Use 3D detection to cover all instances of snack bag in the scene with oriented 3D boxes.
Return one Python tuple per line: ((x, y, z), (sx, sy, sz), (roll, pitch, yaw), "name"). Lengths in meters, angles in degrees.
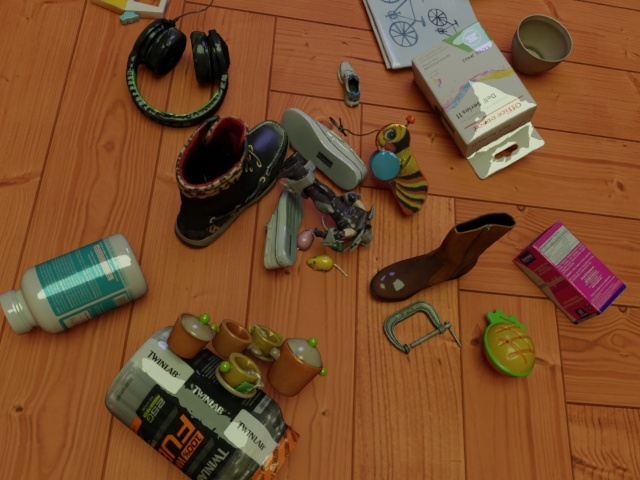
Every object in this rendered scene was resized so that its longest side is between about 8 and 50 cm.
((0.303, -0.641, 1.734), (0.343, 0.037, 0.322), (-12, 72, -17), "snack bag")

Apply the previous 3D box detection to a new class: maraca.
((0.431, 0.233, 1.375), (0.127, 0.099, 0.185), (24, 41, -9), "maraca")

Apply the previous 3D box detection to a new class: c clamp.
((0.231, 0.209, 1.386), (0.161, 0.022, 0.137), (-19, 73, -17), "c clamp")

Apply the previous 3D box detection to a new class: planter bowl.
((0.612, -0.542, 1.709), (0.162, 0.109, 0.162), (4, 68, -9), "planter bowl")

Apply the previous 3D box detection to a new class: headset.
((-0.336, -0.480, 1.473), (0.244, 0.185, 0.393), (11, 78, -6), "headset")

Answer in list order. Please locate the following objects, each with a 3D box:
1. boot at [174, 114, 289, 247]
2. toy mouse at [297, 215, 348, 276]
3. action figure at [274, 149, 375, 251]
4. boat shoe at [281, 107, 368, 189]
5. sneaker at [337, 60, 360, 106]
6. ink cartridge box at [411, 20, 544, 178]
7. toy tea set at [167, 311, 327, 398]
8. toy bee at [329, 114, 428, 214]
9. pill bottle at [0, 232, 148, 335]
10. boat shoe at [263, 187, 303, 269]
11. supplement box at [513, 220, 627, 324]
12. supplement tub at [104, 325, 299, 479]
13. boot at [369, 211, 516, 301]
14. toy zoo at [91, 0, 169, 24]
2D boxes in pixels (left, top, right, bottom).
((-0.187, -0.177, 1.322), (0.138, 0.284, 0.377), (38, 68, 7), "boot")
((0.000, 0.000, 1.423), (0.161, 0.031, 0.143), (12, 67, -5), "toy mouse")
((0.023, -0.083, 1.398), (0.285, 0.099, 0.185), (43, 34, -14), "action figure")
((0.011, -0.233, 1.497), (0.258, 0.095, 0.084), (48, 42, 2), "boat shoe")
((0.083, -0.426, 1.595), (0.052, 0.058, 0.135), (-9, 70, -14), "sneaker")
((0.414, -0.362, 1.563), (0.207, 0.119, 0.353), (-30, 75, 4), "ink cartridge box")
((-0.127, 0.197, 1.153), (0.200, 0.336, 0.124), (42, 102, 31), "toy tea set")
((0.183, -0.215, 1.438), (0.162, 0.195, 0.298), (-38, 121, 10), "toy bee")
((-0.503, 0.096, 1.232), (0.264, 0.146, 0.146), (-24, 74, -19), "pill bottle")
((-0.096, -0.034, 1.394), (0.076, 0.083, 0.226), (-16, 45, 25), "boat shoe")
((0.600, 0.078, 1.456), (0.114, 0.111, 0.220), (-37, 78, -20), "supplement box")
((-0.221, 0.337, 1.153), (0.338, 0.207, 0.207), (36, 67, 6), "supplement tub")
((0.259, 0.042, 1.316), (0.264, 0.280, 0.096), (-8, 70, -13), "boot")
((-0.494, -0.703, 1.618), (0.193, 0.030, 0.293), (12, 66, -5), "toy zoo")
